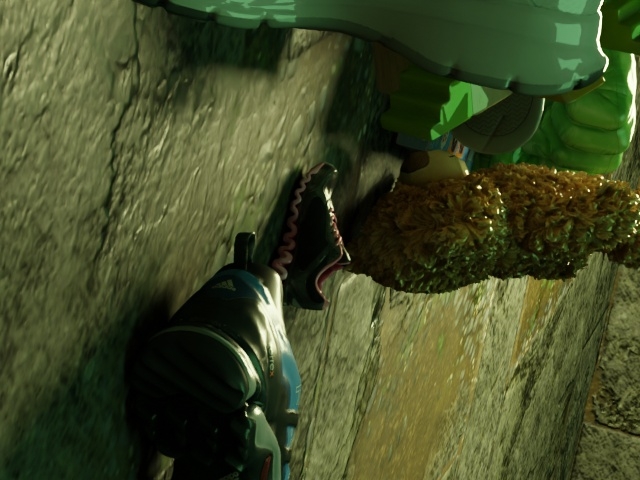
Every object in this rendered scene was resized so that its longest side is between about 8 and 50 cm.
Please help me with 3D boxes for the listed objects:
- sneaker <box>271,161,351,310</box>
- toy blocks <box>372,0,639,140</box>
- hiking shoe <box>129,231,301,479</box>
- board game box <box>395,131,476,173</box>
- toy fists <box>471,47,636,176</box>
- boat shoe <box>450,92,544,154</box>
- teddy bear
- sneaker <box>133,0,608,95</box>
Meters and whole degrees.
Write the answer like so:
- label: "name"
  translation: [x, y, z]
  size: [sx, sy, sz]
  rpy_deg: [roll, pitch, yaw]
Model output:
- label: "sneaker"
  translation: [0.000, 0.000, 1.482]
  size: [0.047, 0.057, 0.119]
  rpy_deg: [42, 63, -71]
- label: "toy blocks"
  translation: [0.158, -0.273, 1.453]
  size: [0.381, 0.190, 0.261]
  rpy_deg: [-31, 126, -38]
- label: "hiking shoe"
  translation: [-0.052, 0.150, 1.334]
  size: [0.132, 0.113, 0.304]
  rpy_deg: [-58, 158, -44]
- label: "board game box"
  translation: [0.129, -0.151, 1.828]
  size: [0.211, 0.039, 0.160]
  rpy_deg: [17, 88, -76]
- label: "toy fists"
  translation: [0.223, -0.118, 1.899]
  size: [0.279, 0.096, 0.142]
  rpy_deg: [148, -61, -65]
- label: "boat shoe"
  translation: [0.157, -0.237, 1.678]
  size: [0.103, 0.118, 0.321]
  rpy_deg: [-61, 152, -82]
- label: "teddy bear"
  translation: [0.174, -0.030, 1.710]
  size: [0.245, 0.338, 0.113]
  rpy_deg: [-148, -120, -62]
- label: "sneaker"
  translation: [-0.002, -0.155, 0.896]
  size: [0.111, 0.297, 0.129]
  rpy_deg: [-118, -140, -73]
